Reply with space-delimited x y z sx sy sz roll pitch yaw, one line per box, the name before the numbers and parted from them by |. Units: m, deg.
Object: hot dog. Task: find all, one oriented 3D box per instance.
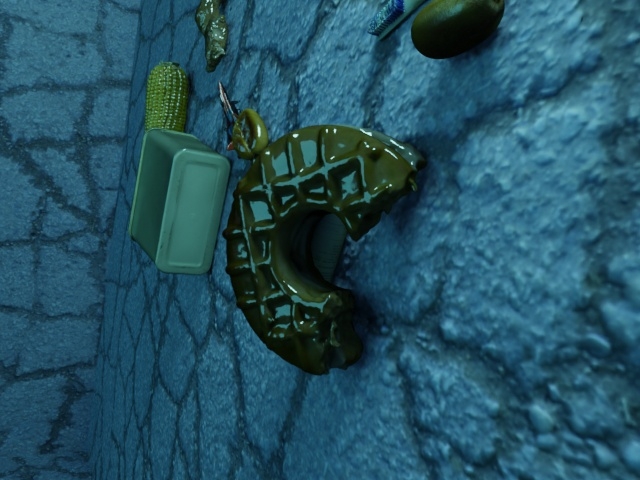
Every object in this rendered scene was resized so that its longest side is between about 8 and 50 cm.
hot dog | -0.153 -0.226 1.201 0.089 0.060 0.140 -35 59 23

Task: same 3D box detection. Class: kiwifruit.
kiwifruit | 0.161 -0.262 0.645 0.124 0.075 0.076 -3 82 56

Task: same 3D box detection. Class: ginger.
ginger | -0.309 -0.614 1.524 0.122 0.084 0.291 134 134 -56

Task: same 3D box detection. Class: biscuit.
biscuit | -0.017 0.000 0.790 0.268 0.115 0.367 30 108 27

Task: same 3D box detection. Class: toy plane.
toy plane | -0.210 -0.300 1.301 0.130 0.061 0.189 -23 79 58

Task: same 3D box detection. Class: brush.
brush | 0.128 -0.349 0.770 0.178 0.029 0.033 -23 55 57

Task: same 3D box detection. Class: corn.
corn | -0.526 -0.407 1.814 0.144 0.143 0.388 16 101 60

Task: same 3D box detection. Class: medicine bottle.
medicine bottle | -0.007 0.056 0.894 0.059 0.059 0.231 43 121 55

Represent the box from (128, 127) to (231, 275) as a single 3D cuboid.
box | -0.407 -0.115 1.513 0.343 0.177 0.352 33 112 56
